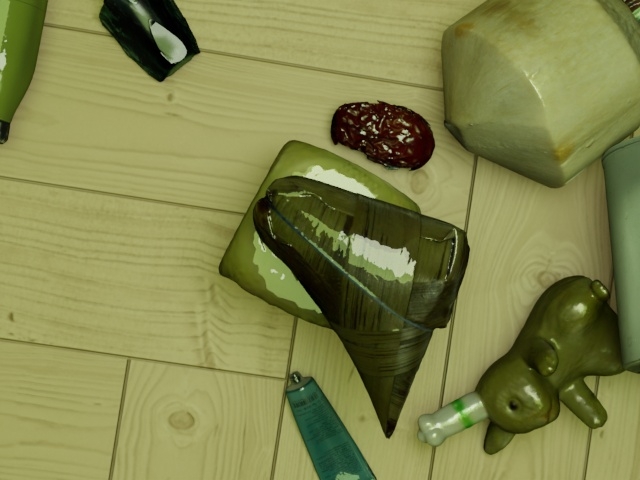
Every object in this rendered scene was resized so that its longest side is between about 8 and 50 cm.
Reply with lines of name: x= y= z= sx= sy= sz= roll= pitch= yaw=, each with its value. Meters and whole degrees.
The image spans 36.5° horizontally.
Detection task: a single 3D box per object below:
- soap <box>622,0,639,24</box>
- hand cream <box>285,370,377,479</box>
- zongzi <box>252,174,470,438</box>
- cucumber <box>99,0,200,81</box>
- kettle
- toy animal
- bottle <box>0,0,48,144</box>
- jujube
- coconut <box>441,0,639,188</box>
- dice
soap: x=0.508 y=-0.378 z=1.548 sx=0.218 sy=0.098 sz=0.273 roll=-36 pitch=91 yaw=-4
hand cream: x=0.009 y=0.306 z=1.527 sx=0.083 sy=0.048 sz=0.224 roll=-26 pitch=97 yaw=-4
zongzi: x=0.025 y=0.088 z=1.257 sx=0.286 sy=0.138 sz=0.300 roll=17 pitch=99 yaw=0
cucumber: x=-0.275 y=-0.348 z=1.504 sx=0.115 sy=0.086 sz=0.193 roll=-38 pitch=98 yaw=-6
kettle: x=0.504 y=0.011 z=1.334 sx=0.205 sy=0.265 sz=0.318 roll=-6 pitch=72 yaw=19
toy animal: x=0.332 y=0.218 z=1.473 sx=0.363 sy=0.180 sz=0.181 roll=-50 pitch=118 yaw=-7
bottle: x=-0.487 y=-0.278 z=1.467 sx=0.112 sy=0.112 sz=0.260 roll=10 pitch=88 yaw=-4
jujube: x=0.099 y=-0.171 z=1.512 sx=0.166 sy=0.104 sz=0.104 roll=21 pitch=87 yaw=-3
coconut: x=0.324 y=-0.232 z=1.441 sx=0.323 sy=0.323 sz=0.322 roll=0 pitch=88 yaw=-4
dice: x=0.000 y=0.000 z=1.431 sx=0.233 sy=0.238 sz=0.226 roll=28 pitch=88 yaw=-5
